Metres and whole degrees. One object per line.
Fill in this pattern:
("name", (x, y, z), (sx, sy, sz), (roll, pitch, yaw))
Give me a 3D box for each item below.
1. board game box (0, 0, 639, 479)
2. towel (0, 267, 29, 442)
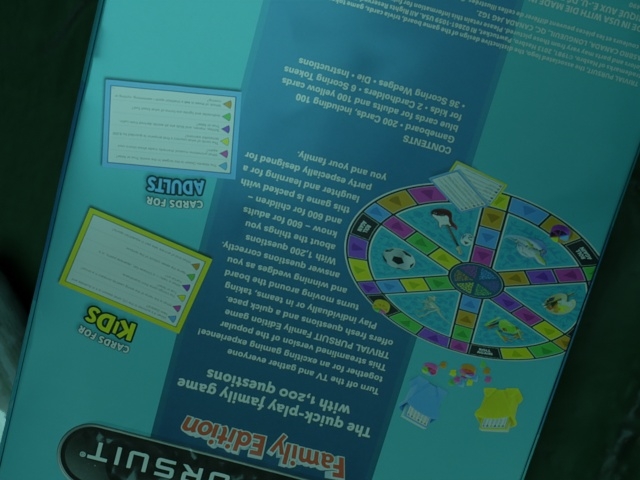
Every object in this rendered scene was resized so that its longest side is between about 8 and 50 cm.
("board game box", (0.000, 0.000, 0.671), (0.254, 0.079, 0.336), (16, 108, -3))
("towel", (-0.272, 0.225, 0.835), (0.375, 0.090, 0.320), (-27, 94, 21))
